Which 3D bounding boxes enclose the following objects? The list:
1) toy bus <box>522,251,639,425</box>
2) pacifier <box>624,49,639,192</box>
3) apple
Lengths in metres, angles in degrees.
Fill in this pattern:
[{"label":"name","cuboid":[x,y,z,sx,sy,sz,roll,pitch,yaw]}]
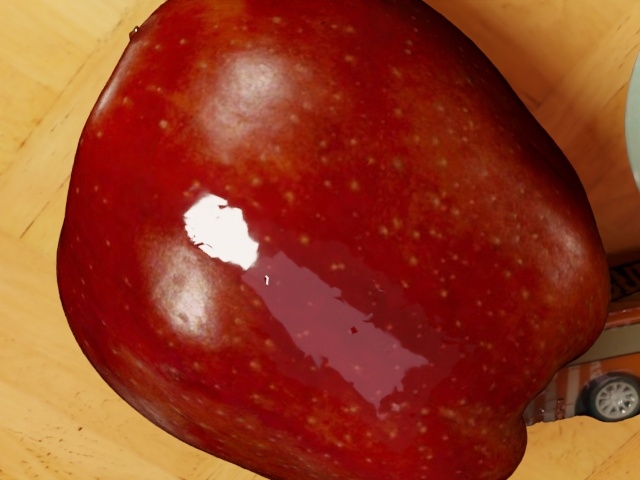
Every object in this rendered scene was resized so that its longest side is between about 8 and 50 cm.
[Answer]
[{"label":"toy bus","cuboid":[0.278,0.052,0.982,0.409,0.093,0.092,-11,118,2]},{"label":"pacifier","cuboid":[0.365,-0.084,0.841,0.343,0.288,0.269,-34,143,20]},{"label":"apple","cuboid":[0.000,0.000,0.818,0.317,0.288,0.288,35,114,-1]}]
